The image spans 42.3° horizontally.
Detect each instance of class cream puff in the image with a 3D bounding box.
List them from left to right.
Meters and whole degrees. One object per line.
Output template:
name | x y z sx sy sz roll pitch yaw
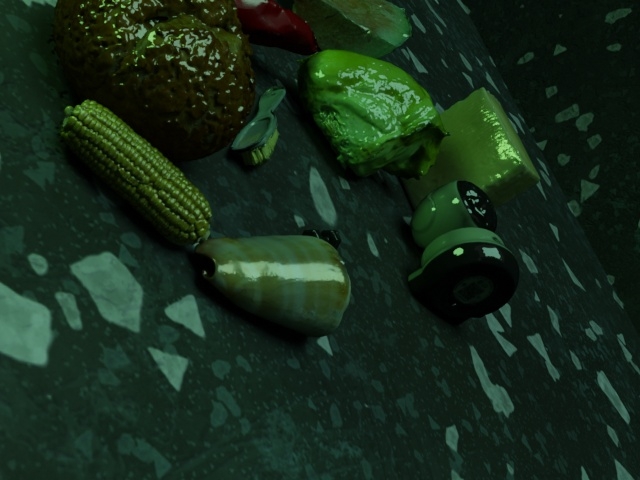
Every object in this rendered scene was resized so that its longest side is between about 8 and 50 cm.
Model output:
cream puff | -0.205 -0.256 1.126 0.303 0.212 0.303 44 28 -32

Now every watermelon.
watermelon | 0.060 -0.529 2.021 0.302 0.151 0.264 27 34 -12

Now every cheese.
cheese | 0.320 -0.173 1.872 0.123 0.265 0.243 26 38 -49

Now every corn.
corn | -0.224 -0.081 1.035 0.238 0.080 0.080 46 27 -22

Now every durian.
durian | 0.102 -0.259 1.681 0.340 0.204 0.256 54 37 -1

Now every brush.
brush | -0.093 -0.193 1.431 0.297 0.068 0.060 -77 147 -60

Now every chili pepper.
chili pepper | -0.144 -0.408 1.494 0.387 0.110 0.110 10 49 -40

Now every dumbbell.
dumbbell | 0.000 0.000 1.375 0.083 0.040 0.036 0 89 -60

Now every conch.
conch | -0.042 0.047 1.139 0.255 0.127 0.158 20 43 -50

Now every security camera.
security camera | 0.282 0.003 1.687 0.197 0.191 0.277 35 31 -34
